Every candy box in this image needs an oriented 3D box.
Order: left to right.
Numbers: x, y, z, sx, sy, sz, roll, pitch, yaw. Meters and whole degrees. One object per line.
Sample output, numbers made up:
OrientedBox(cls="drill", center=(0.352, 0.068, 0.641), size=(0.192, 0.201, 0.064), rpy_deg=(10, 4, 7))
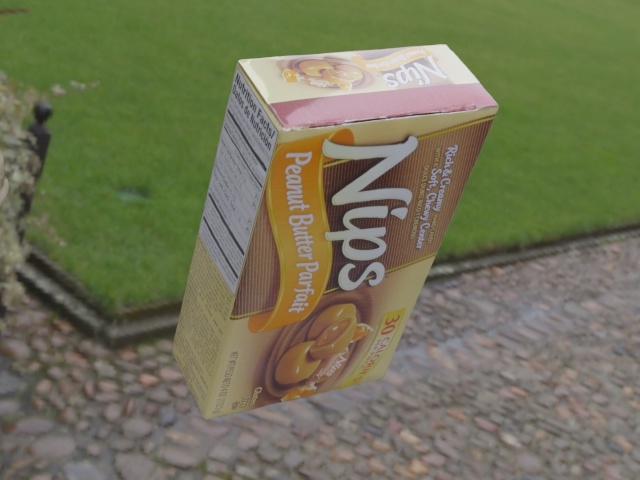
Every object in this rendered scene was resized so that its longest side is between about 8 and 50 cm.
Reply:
OrientedBox(cls="candy box", center=(0.000, 0.000, 0.895), size=(0.183, 0.316, 0.087), rpy_deg=(-10, 47, -29))

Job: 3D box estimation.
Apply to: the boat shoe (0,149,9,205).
OrientedBox(cls="boat shoe", center=(-0.278, -0.042, 0.612), size=(0.302, 0.103, 0.113), rpy_deg=(1, 44, 48))
